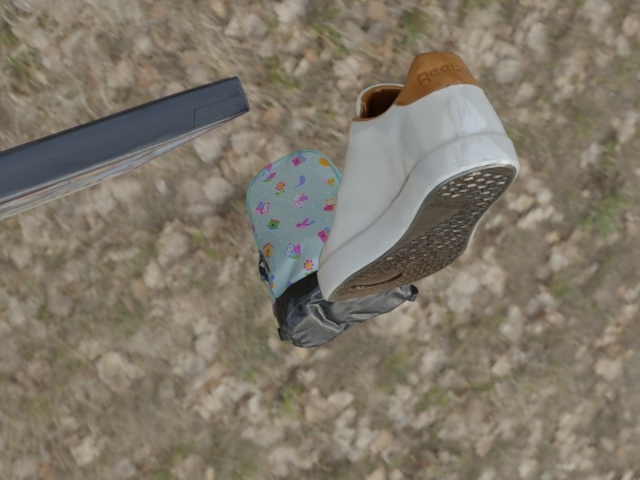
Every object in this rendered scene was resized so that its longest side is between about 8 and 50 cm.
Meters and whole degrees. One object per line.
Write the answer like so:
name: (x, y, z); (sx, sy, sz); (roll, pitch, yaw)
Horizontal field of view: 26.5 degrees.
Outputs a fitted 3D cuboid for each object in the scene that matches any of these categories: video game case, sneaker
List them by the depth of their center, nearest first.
video game case: (-0.222, -0.046, 1.038); (0.275, 0.248, 0.035); (-22, 93, -28)
sneaker: (0.063, -0.047, 1.051); (0.106, 0.123, 0.290); (-9, 159, -24)

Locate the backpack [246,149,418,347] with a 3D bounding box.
backpack: (0.000, 0.000, 1.373); (0.152, 0.182, 0.115); (-22, 144, 2)
